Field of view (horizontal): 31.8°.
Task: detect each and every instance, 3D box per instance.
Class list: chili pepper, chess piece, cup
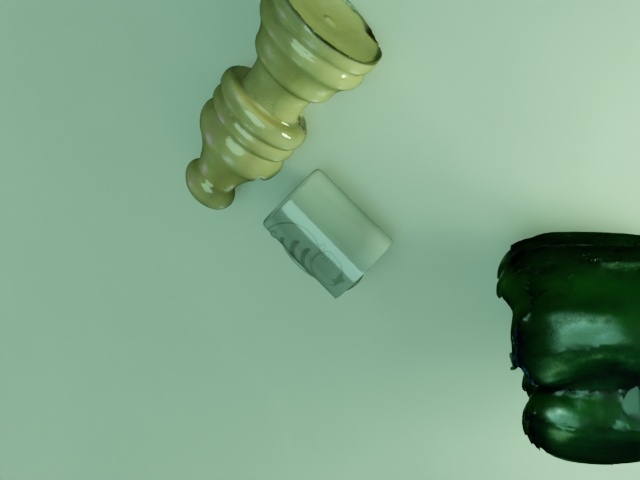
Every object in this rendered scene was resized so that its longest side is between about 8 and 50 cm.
[{"bbox_3d":[0.322,0.102,1.213,0.257,0.233,0.248,-4,127,14],"label":"chili pepper"},{"bbox_3d":[-0.073,-0.157,1.323,0.139,0.124,0.307,24,128,-24],"label":"chess piece"},{"bbox_3d":[-0.002,0.003,1.363,0.133,0.099,0.136,45,120,-2],"label":"cup"}]
